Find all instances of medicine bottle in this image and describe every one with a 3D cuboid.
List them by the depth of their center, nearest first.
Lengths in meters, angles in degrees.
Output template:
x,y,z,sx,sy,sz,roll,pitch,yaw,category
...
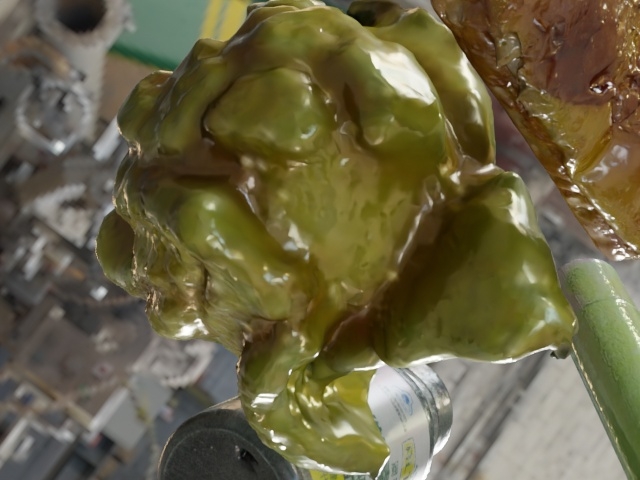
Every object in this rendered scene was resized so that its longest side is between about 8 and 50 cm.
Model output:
x,y,z,sx,sy,sz,roll,pitch,yaw,category
0.002,0.174,1.391,0.141,0.141,0.293,-55,161,27,medicine bottle

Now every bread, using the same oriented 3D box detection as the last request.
x,y,z,sx,sy,sz,roll,pitch,yaw,category
0.154,-0.096,0.960,0.271,0.077,0.139,50,54,-45,bread

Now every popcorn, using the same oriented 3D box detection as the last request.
x,y,z,sx,sy,sz,roll,pitch,yaw,category
-0.003,0.003,1.120,0.321,0.290,0.325,-106,-157,-69,popcorn

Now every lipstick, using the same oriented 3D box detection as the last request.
x,y,z,sx,sy,sz,roll,pitch,yaw,category
0.262,0.126,1.400,0.076,0.076,0.304,-55,-155,22,lipstick
